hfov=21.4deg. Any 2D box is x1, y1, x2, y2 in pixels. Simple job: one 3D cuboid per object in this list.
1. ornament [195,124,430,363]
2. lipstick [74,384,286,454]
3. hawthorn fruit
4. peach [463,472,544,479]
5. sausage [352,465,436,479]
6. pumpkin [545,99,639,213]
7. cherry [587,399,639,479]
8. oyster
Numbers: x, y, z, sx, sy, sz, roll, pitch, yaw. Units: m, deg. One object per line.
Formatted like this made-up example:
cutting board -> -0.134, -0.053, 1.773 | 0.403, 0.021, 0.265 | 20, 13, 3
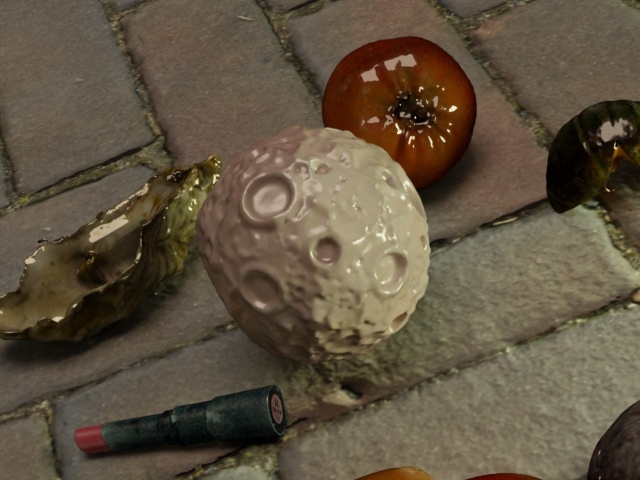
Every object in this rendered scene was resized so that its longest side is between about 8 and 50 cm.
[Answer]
ornament -> 0.000, 0.000, 1.816 | 0.225, 0.259, 0.259 | -28, 34, 11
lipstick -> -0.155, 0.197, 1.807 | 0.234, 0.053, 0.053 | -10, 36, 16
hawthorn fruit -> 0.091, -0.155, 2.084 | 0.196, 0.196, 0.225 | -23, 7, -6
peach -> 0.143, 0.286, 1.430 | 0.192, 0.190, 0.190 | -3, 35, -3
sausage -> -0.008, 0.294, 1.564 | 0.274, 0.105, 0.105 | -24, 35, -7
pumpkin -> 0.343, -0.108, 1.942 | 0.183, 0.108, 0.119 | -14, 30, 5
cherry -> 0.322, 0.213, 1.444 | 0.195, 0.195, 0.195 | -13, 35, 9
oyster -> -0.243, 0.024, 2.036 | 0.166, 0.110, 0.341 | 15, 50, 46
